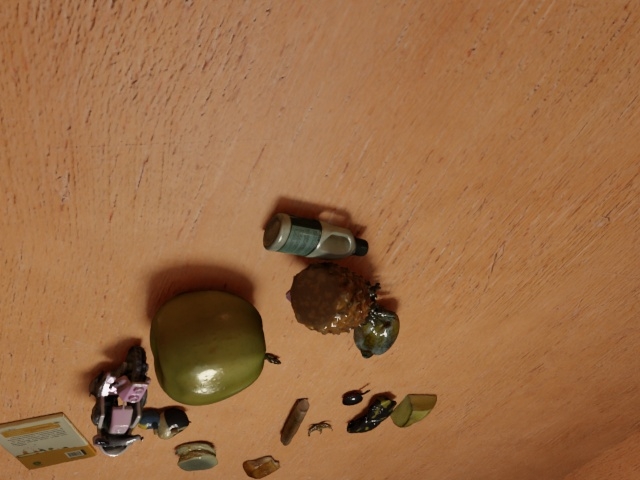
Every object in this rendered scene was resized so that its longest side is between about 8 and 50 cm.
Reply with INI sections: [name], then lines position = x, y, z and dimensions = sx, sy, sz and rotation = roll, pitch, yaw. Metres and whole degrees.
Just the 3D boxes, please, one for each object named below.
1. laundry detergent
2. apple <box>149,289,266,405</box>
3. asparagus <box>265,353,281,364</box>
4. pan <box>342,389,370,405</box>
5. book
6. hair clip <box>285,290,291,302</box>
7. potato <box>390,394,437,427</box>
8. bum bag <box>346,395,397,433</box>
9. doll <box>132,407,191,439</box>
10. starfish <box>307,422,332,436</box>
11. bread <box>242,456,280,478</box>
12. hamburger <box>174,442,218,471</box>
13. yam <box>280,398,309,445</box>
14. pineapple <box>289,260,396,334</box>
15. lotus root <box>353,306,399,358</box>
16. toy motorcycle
[laundry detergent]
position = 0.000, 0.000, 1.294
dimensions = 0.225, 0.070, 0.099
rotation = 11, 138, -27
[apple]
position = -0.251, 0.237, 1.388
dimensions = 0.278, 0.279, 0.279
rotation = -8, 141, -7
[asparagus]
position = -0.204, 0.297, 1.629
dimensions = 0.248, 0.025, 0.025
rotation = 18, 138, -35
[pan]
position = 0.115, 0.485, 1.952
dimensions = 0.068, 0.024, 0.115
rotation = 22, 132, -36
[book]
position = -0.799, 0.587, 1.803
dimensions = 0.207, 0.020, 0.296
rotation = -10, 141, -5
[hair clip]
position = -0.025, 0.150, 1.507
dimensions = 0.054, 0.022, 0.137
rotation = -32, 138, 25
[potato]
position = 0.322, 0.586, 2.095
dimensions = 0.120, 0.081, 0.149
rotation = 8, 136, -22
[bum bag]
position = 0.175, 0.581, 2.060
dimensions = 0.106, 0.060, 0.233
rotation = 1, 142, -32
[doll]
position = -0.462, 0.530, 1.789
dimensions = 0.179, 0.102, 0.089
rotation = -1, 101, -15
[starfish]
position = 0.001, 0.636, 2.100
dimensions = 0.091, 0.028, 0.078
rotation = 5, 143, -26
[bread]
position = -0.215, 0.828, 2.256
dimensions = 0.126, 0.044, 0.129
rotation = -20, 138, 5
[hamburger]
position = -0.406, 0.712, 2.042
dimensions = 0.133, 0.063, 0.140
rotation = -15, 144, 7
[yam]
position = -0.087, 0.590, 2.002
dimensions = 0.046, 0.046, 0.264
rotation = 2, 138, -19
[pineapple]
position = 0.073, 0.139, 1.415
dimensions = 0.169, 0.169, 0.340
rotation = -34, 155, 23
[lotus root]
position = 0.141, 0.245, 1.622
dimensions = 0.113, 0.088, 0.192
rotation = 10, 139, -4
[toy motorcycle]
position = -0.493, 0.411, 1.549
dimensions = 0.143, 0.188, 0.327
rotation = 10, 135, -33
